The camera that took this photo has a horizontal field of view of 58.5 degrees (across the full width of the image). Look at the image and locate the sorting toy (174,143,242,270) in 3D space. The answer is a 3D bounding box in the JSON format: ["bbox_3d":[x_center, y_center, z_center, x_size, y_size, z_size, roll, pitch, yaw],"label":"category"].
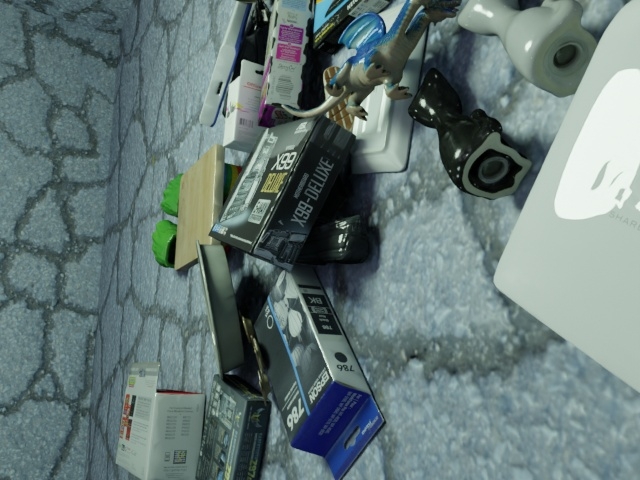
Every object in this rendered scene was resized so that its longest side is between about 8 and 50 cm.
[{"bbox_3d":[-0.269,-0.068,1.406,0.256,0.090,0.256,-23,62,55],"label":"sorting toy"}]

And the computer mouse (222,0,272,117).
[{"bbox_3d":[-0.152,-0.400,1.302,0.188,0.072,0.272,-105,35,-70],"label":"computer mouse"}]

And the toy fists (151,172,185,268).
[{"bbox_3d":[-0.414,-0.057,1.651,0.142,0.096,0.278,23,101,49],"label":"toy fists"}]

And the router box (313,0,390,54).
[{"bbox_3d":[0.050,-0.430,1.001,0.179,0.046,0.133,-24,62,56],"label":"router box"}]

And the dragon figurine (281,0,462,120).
[{"bbox_3d":[0.071,-0.256,0.803,0.289,0.085,0.143,-17,49,52],"label":"dragon figurine"}]

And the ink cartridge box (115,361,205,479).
[{"bbox_3d":[-0.411,0.453,1.468,0.310,0.130,0.271,-18,65,57],"label":"ink cartridge box"}]

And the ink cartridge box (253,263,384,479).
[{"bbox_3d":[-0.019,0.204,0.934,0.165,0.065,0.332,-62,36,28],"label":"ink cartridge box"}]

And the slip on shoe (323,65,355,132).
[{"bbox_3d":[0.032,-0.235,0.988,0.041,0.052,0.135,65,-169,-70],"label":"slip on shoe"}]

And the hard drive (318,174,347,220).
[{"bbox_3d":[-0.004,-0.066,1.018,0.135,0.022,0.094,-54,39,39],"label":"hard drive"}]

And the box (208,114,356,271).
[{"bbox_3d":[-0.081,-0.086,1.007,0.242,0.077,0.307,-64,23,-5],"label":"box"}]

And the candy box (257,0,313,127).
[{"bbox_3d":[-0.071,-0.350,1.121,0.159,0.071,0.233,167,109,-78],"label":"candy box"}]

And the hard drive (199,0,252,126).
[{"bbox_3d":[-0.222,-0.445,1.371,0.318,0.040,0.210,-88,21,-46],"label":"hard drive"}]

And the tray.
[{"bbox_3d":[0.097,-0.240,0.886,0.145,0.030,0.270,7,89,59],"label":"tray"}]

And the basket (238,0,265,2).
[{"bbox_3d":[-0.137,-0.692,1.295,0.205,0.154,0.226,-14,65,42],"label":"basket"}]

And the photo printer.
[{"bbox_3d":[0.289,-0.039,0.425,0.256,0.107,0.307,46,122,54],"label":"photo printer"}]

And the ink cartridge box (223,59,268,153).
[{"bbox_3d":[-0.144,-0.283,1.234,0.062,0.105,0.181,-10,73,58],"label":"ink cartridge box"}]

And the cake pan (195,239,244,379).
[{"bbox_3d":[-0.208,0.138,1.185,0.293,0.054,0.292,170,90,-77],"label":"cake pan"}]

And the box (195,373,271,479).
[{"bbox_3d":[-0.180,0.407,1.155,0.183,0.059,0.232,8,88,60],"label":"box"}]

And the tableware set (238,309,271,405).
[{"bbox_3d":[-0.122,0.216,1.077,0.168,0.020,0.141,-120,17,-55],"label":"tableware set"}]

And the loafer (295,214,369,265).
[{"bbox_3d":[0.000,0.000,0.947,0.223,0.076,0.078,-6,75,54],"label":"loafer"}]

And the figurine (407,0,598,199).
[{"bbox_3d":[0.191,-0.192,0.664,0.214,0.093,0.209,-62,31,28],"label":"figurine"}]
